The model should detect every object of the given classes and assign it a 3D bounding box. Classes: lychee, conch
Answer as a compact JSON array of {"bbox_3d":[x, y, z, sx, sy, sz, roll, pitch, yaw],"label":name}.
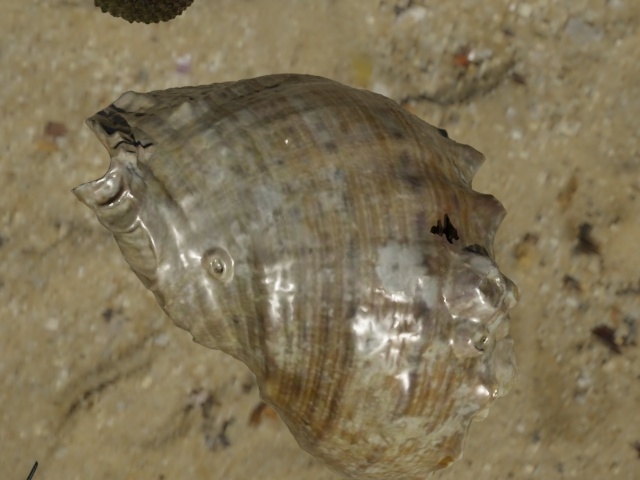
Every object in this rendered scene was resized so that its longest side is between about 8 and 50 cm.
[{"bbox_3d":[-0.206,-0.317,1.823,0.171,0.171,0.171,8,49,-10],"label":"lychee"},{"bbox_3d":[0.015,-0.009,1.095,0.352,0.210,0.297,45,21,-34],"label":"conch"}]

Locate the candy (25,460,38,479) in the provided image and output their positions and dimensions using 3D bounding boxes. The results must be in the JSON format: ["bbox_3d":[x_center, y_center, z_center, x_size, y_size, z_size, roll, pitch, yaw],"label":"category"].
[{"bbox_3d":[-0.311,0.274,1.606,0.035,0.035,0.123,31,92,-14],"label":"candy"}]
